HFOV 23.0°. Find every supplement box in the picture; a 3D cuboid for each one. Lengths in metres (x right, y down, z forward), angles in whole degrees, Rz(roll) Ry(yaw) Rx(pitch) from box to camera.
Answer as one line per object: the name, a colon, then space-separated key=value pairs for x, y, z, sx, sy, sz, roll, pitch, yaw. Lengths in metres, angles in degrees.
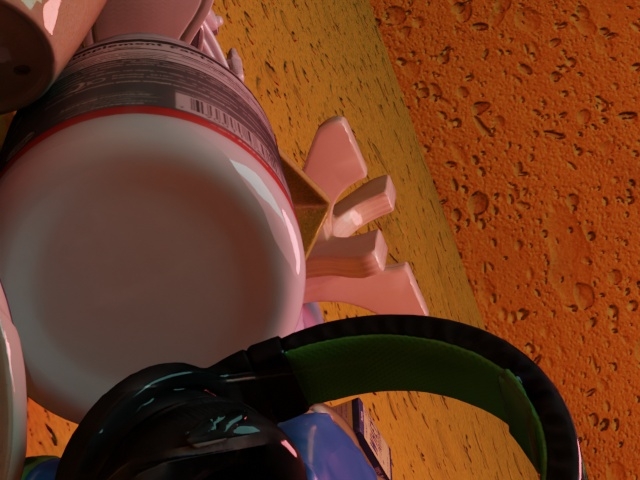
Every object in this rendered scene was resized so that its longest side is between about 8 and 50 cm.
supplement box: x=0.021 y=0.221 z=1.634 sx=0.056 sy=0.083 sz=0.083 roll=-91 pitch=155 yaw=-56

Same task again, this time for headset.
headset: x=-0.064 y=0.150 z=0.761 sx=0.243 sy=0.394 sz=0.185 roll=57 pitch=-8 yaw=52

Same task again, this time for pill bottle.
pill bottle: x=-0.127 y=-0.028 z=1.118 sx=0.363 sy=0.210 sz=0.210 roll=-107 pitch=171 yaw=-71

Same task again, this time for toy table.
toy table: x=0.000 y=0.000 z=1.743 sx=0.252 sy=0.160 sz=0.274 roll=-89 pitch=154 yaw=-59

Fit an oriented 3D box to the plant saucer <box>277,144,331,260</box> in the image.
plant saucer: x=-0.077 y=0.006 z=1.507 sx=0.188 sy=0.045 sz=0.188 roll=-64 pitch=152 yaw=-9

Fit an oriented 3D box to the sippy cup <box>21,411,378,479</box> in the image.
sippy cup: x=-0.068 y=0.219 z=0.986 sx=0.240 sy=0.224 sz=0.305 roll=50 pitch=23 yaw=-51

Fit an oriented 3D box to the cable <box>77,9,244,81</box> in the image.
cable: x=-0.154 y=-0.159 z=1.543 sx=0.257 sy=0.089 sz=0.257 roll=49 pitch=24 yaw=-52

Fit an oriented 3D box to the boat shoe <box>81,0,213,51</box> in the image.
boat shoe: x=-0.155 y=-0.174 z=1.340 sx=0.091 sy=0.114 sz=0.303 roll=-106 pitch=-152 yaw=-63

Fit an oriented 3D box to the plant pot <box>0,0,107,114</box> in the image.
plant pot: x=-0.231 y=-0.229 z=1.079 sx=0.256 sy=0.256 sz=0.274 roll=53 pitch=30 yaw=-48

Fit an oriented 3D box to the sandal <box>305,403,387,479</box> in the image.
sandal: x=0.007 y=0.256 z=1.528 sx=0.303 sy=0.120 sz=0.086 roll=55 pitch=46 yaw=-38

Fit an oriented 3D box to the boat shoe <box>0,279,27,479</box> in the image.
boat shoe: x=-0.234 y=0.004 z=0.894 sx=0.158 sy=0.127 sz=0.341 roll=31 pitch=41 yaw=-82
